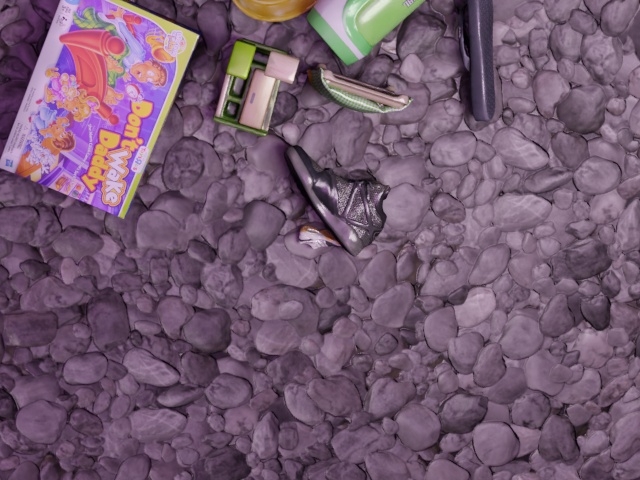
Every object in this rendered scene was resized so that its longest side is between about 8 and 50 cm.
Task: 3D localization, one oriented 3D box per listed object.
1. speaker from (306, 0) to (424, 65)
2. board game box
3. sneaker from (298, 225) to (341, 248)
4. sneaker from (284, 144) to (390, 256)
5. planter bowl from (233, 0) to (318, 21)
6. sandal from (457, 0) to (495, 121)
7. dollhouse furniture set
[{"bbox_3d":[0.120,-0.432,1.692,0.296,0.131,0.131,-41,103,8],"label":"speaker"},{"bbox_3d":[-0.378,-0.244,1.740,0.233,0.078,0.347,23,102,-8],"label":"board game box"},{"bbox_3d":[0.000,0.000,1.852,0.083,0.032,0.037,17,120,-5],"label":"sneaker"},{"bbox_3d":[0.037,-0.096,1.800,0.130,0.087,0.227,-39,96,-6],"label":"sneaker"},{"bbox_3d":[-0.073,-0.479,1.669,0.217,0.090,0.217,-19,138,-18],"label":"planter bowl"},{"bbox_3d":[0.264,-0.332,1.748,0.054,0.097,0.255,2,105,24],"label":"sandal"},{"bbox_3d":[-0.020,-0.222,1.702,0.301,0.197,0.151,17,102,-6],"label":"dollhouse furniture set"}]
